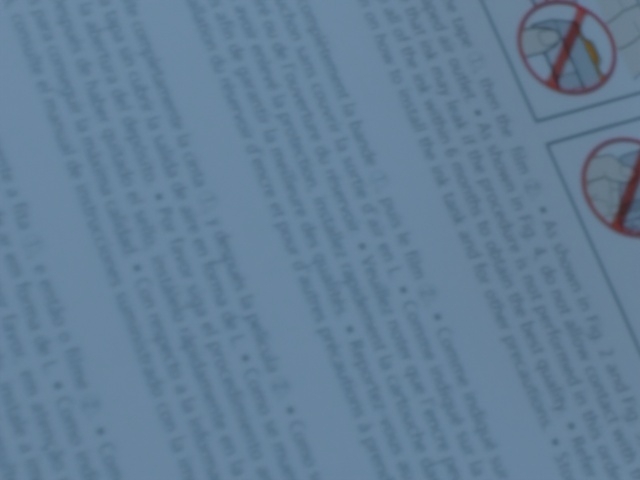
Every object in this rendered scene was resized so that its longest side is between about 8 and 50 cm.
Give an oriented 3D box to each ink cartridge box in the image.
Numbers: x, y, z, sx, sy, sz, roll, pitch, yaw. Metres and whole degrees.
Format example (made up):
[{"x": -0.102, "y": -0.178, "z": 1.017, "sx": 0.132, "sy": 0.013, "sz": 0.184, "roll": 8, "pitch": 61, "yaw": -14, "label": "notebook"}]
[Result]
[{"x": 0.000, "y": 0.000, "z": 0.549, "sx": 0.385, "sy": 0.091, "sz": 0.308, "roll": -16, "pitch": 73, "yaw": -22, "label": "ink cartridge box"}]
